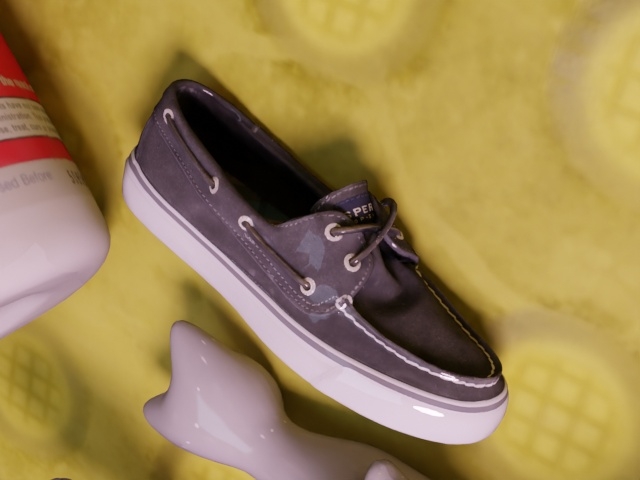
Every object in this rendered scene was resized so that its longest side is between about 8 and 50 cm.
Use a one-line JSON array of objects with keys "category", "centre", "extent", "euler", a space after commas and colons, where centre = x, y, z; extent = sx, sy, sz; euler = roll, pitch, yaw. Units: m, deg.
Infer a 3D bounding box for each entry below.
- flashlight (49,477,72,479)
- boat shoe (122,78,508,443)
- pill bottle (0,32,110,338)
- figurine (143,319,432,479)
[{"category": "flashlight", "centre": [-0.068, 0.246, 0.523], "extent": [0.304, 0.103, 0.103], "euler": [42, 158, 24]}, {"category": "boat shoe", "centre": [0.000, 0.000, 0.526], "extent": [0.228, 0.080, 0.076], "euler": [40, 125, 25]}, {"category": "pill bottle", "centre": [-0.301, -0.114, 0.586], "extent": [0.229, 0.229, 0.408], "euler": [-31, 88, 37]}, {"category": "figurine", "centre": [-0.026, 0.168, 0.595], "extent": [0.209, 0.092, 0.215], "euler": [32, 120, 25]}]
